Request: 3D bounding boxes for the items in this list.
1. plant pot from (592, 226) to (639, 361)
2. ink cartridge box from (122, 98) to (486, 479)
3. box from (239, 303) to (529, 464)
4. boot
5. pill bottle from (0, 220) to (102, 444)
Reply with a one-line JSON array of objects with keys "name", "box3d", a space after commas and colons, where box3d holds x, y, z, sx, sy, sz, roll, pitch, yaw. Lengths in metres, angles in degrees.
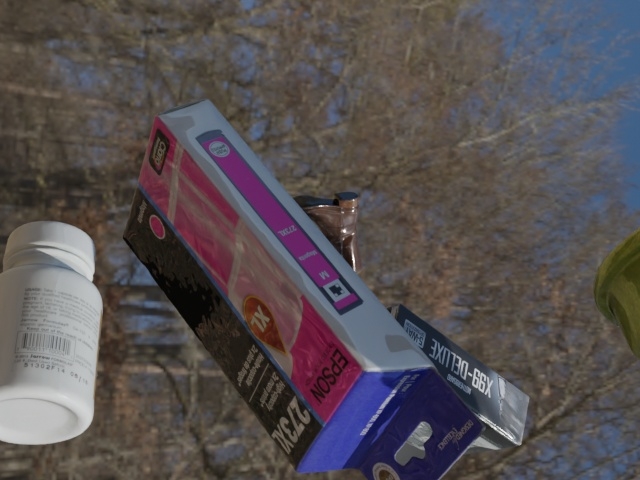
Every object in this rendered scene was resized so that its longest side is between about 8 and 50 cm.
[{"name": "plant pot", "box3d": [0.352, 0.117, 0.666, 0.276, 0.276, 0.254, -41, -133, 47]}, {"name": "ink cartridge box", "box3d": [-0.033, 0.067, 0.834, 0.371, 0.069, 0.176, 48, -40, 19]}, {"name": "box", "box3d": [0.078, 0.206, 1.298, 0.307, 0.242, 0.076, -23, -142, 47]}, {"name": "boot", "box3d": [0.000, 0.000, 1.220, 0.037, 0.106, 0.114, -105, -168, -61]}, {"name": "pill bottle", "box3d": [-0.312, 0.098, 1.096, 0.131, 0.131, 0.229, -48, -144, 43]}]
